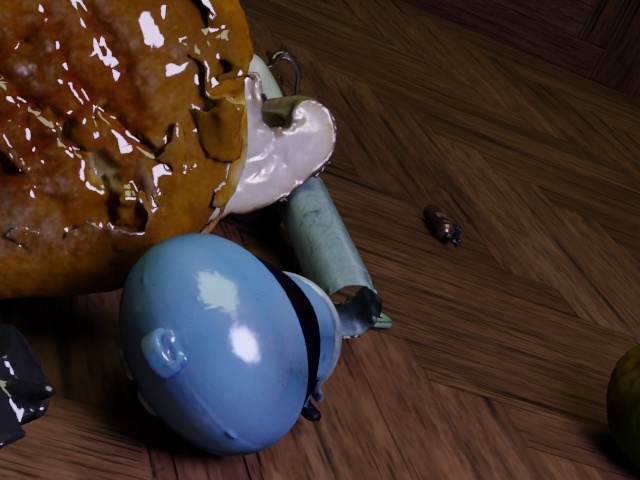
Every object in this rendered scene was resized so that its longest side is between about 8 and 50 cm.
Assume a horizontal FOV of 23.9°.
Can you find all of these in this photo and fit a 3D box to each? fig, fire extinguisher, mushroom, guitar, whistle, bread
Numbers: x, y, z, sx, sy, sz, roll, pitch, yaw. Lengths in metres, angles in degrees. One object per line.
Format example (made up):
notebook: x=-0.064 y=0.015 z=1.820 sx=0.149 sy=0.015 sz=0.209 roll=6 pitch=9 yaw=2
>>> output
fig: x=0.389 y=0.178 z=1.518 sx=0.191 sy=0.181 sz=0.181 roll=48 pitch=15 yaw=-9
fire extinguisher: x=0.166 y=-0.012 z=1.974 sx=0.046 sy=0.032 sz=0.100 roll=56 pitch=3 yaw=-28
mushroom: x=-0.136 y=-0.106 z=1.626 sx=0.286 sy=0.156 sz=0.151 roll=-6 pitch=14 yaw=-23
guitar: x=-0.129 y=-0.082 z=1.757 sx=0.088 sy=0.025 sz=0.233 roll=10 pitch=23 yaw=-47
whistle: x=0.000 y=0.000 z=1.579 sx=0.062 sy=0.062 sz=0.312 roll=19 pitch=21 yaw=-21
bread: x=-0.240 y=-0.129 z=1.228 sx=0.358 sy=0.336 sz=0.204 roll=-1 pitch=12 yaw=-14

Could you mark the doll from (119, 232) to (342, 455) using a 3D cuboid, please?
doll: x=-0.069 y=0.082 z=1.200 sx=0.177 sy=0.141 sz=0.314 roll=62 pitch=14 yaw=11

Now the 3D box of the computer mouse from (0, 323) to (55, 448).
computer mouse: x=-0.281 y=0.096 z=0.902 sx=0.264 sy=0.088 sz=0.147 roll=3 pitch=20 yaw=15

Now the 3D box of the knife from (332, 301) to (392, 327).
knife: x=-0.031 y=0.067 z=1.482 sx=0.293 sy=0.020 sz=0.043 roll=9 pitch=23 yaw=-47

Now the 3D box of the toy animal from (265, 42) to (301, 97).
toy animal: x=-0.134 y=-0.241 z=2.105 sx=0.243 sy=0.087 sz=0.260 roll=24 pitch=21 yaw=-10

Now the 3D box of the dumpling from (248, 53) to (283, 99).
dumpling: x=-0.103 y=-0.142 z=1.808 sx=0.252 sy=0.131 sz=0.179 roll=57 pitch=6 yaw=-26
